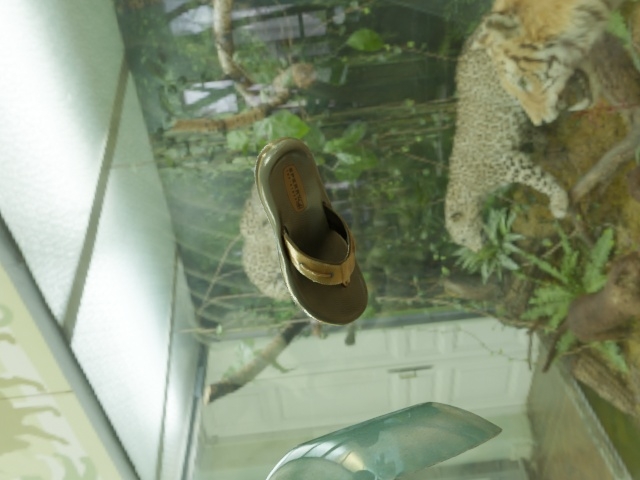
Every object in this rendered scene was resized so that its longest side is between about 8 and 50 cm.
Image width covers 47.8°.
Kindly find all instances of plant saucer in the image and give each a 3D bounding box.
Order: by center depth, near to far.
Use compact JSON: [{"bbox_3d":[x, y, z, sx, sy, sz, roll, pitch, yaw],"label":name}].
[{"bbox_3d":[0.036,0.153,0.535,0.195,0.194,0.038,85,167,-76],"label":"plant saucer"}]

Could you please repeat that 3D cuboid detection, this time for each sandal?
[{"bbox_3d":[0.000,0.000,0.597,0.049,0.072,0.180,15,133,49],"label":"sandal"}]
